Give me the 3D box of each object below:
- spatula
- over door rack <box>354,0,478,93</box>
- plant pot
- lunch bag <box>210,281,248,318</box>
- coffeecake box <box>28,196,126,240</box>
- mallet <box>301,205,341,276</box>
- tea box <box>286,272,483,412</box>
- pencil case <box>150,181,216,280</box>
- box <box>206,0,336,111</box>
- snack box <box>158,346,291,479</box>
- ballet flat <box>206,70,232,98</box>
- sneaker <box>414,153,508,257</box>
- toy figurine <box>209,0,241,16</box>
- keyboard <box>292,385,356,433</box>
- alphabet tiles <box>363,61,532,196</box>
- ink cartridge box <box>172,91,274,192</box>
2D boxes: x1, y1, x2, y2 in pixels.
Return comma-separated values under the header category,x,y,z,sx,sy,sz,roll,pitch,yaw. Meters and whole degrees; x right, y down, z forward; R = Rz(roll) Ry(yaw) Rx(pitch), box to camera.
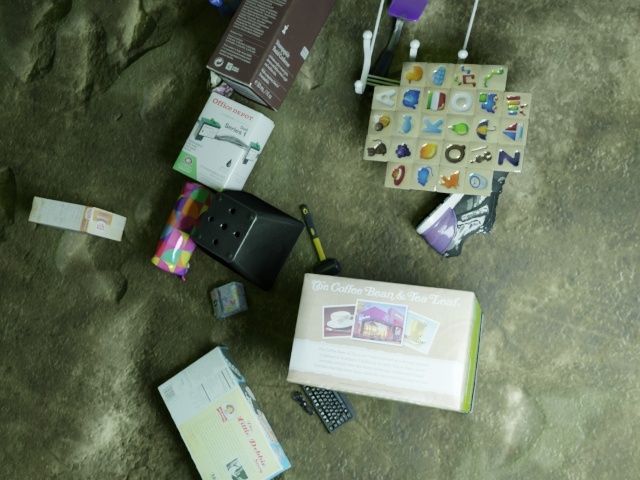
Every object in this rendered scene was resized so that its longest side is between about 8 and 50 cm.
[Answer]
category,x,y,z,sx,sy,sz,roll,pitch,yaw
spatula,0.174,-0.476,1.698,0.084,0.030,0.296,22,88,14
over door rack,0.227,-0.476,1.620,0.239,0.108,0.324,15,87,9
plant pot,-0.185,-0.014,1.651,0.187,0.167,0.188,30,92,26
lunch bag,-0.225,0.145,1.706,0.083,0.053,0.071,-20,74,23
coffeecake box,-0.622,-0.055,1.817,0.185,0.142,0.068,10,84,18
mallet,0.000,0.000,1.671,0.062,0.039,0.190,-18,72,15
tea box,0.146,0.212,1.427,0.329,0.323,0.220,6,77,19
pencil case,-0.335,-0.027,1.749,0.104,0.104,0.236,24,91,20
box,-0.099,-0.527,1.712,0.143,0.191,0.381,27,90,20
snack box,-0.228,0.433,1.652,0.187,0.060,0.322,-34,72,10
ballet flat,-0.236,-0.465,1.801,0.077,0.079,0.221,17,86,20
sneaker,0.349,-0.081,1.554,0.283,0.107,0.124,-44,89,8
toy figurine,-0.275,-0.655,1.826,0.191,0.217,0.362,-32,28,24
keyboard,-0.007,0.352,1.617,0.108,0.023,0.180,-36,71,9
alphabet tiles,0.269,-0.244,1.526,0.342,0.011,0.285,7,85,18
ink cartridge box,-0.238,-0.236,1.754,0.160,0.092,0.219,26,90,19
